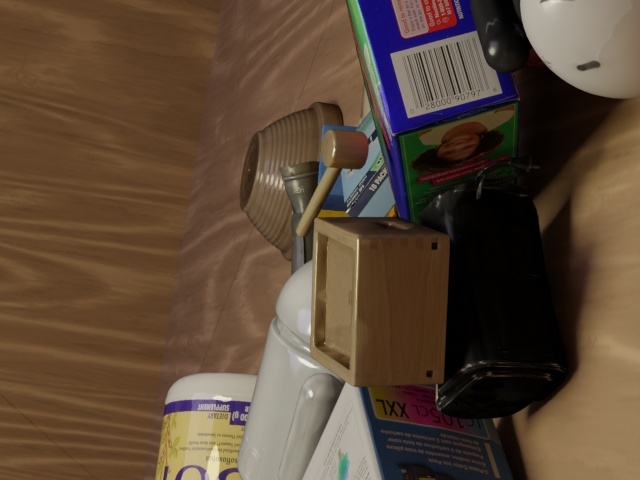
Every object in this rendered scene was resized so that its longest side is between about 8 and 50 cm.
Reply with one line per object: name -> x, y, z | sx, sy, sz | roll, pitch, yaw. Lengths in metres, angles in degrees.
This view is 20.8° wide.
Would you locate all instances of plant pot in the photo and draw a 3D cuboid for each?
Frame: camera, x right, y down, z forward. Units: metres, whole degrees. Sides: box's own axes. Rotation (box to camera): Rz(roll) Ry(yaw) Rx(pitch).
plant pot -> -0.052, -0.092, 2.536 | 0.237, 0.109, 0.237 | -169, 90, -78

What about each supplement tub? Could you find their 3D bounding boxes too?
supplement tub -> -0.084, 0.338, 2.047 | 0.241, 0.241, 0.331 | 140, 139, -70

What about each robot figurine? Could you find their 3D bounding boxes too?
robot figurine -> 0.222, -0.231, 1.335 | 0.278, 0.173, 0.209 | -95, 14, -50
robot figurine -> 0.033, 0.158, 1.776 | 0.300, 0.199, 0.353 | -39, -35, -71

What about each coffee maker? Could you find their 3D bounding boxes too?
coffee maker -> 0.145, 0.048, 1.524 | 0.171, 0.120, 0.178 | 84, 178, -61

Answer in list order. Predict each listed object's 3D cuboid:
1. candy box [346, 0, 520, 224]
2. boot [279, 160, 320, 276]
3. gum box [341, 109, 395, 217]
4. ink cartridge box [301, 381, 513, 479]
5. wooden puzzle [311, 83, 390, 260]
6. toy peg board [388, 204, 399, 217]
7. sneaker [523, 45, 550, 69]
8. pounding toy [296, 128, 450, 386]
candy box -> 0.095, -0.172, 1.589 | 0.317, 0.122, 0.268 | 67, -172, -71
boot -> -0.002, 0.000, 2.337 | 0.189, 0.076, 0.208 | -11, -91, -68
gum box -> 0.082, -0.112, 1.858 | 0.157, 0.041, 0.184 | -53, 14, 17
ink cartridge box -> 0.077, 0.348, 1.511 | 0.395, 0.151, 0.270 | -101, 28, -53
wooden puzzle -> 0.024, 0.004, 2.104 | 0.348, 0.080, 0.322 | 106, 170, -66
toy peg board -> 0.112, -0.047, 1.872 | 0.161, 0.079, 0.161 | 116, 159, -49
sneaker -> 0.192, -0.206, 1.686 | 0.170, 0.063, 0.075 | -121, 37, -78
pounding toy -> 0.047, 0.007, 1.516 | 0.181, 0.094, 0.206 | -155, 66, -71
